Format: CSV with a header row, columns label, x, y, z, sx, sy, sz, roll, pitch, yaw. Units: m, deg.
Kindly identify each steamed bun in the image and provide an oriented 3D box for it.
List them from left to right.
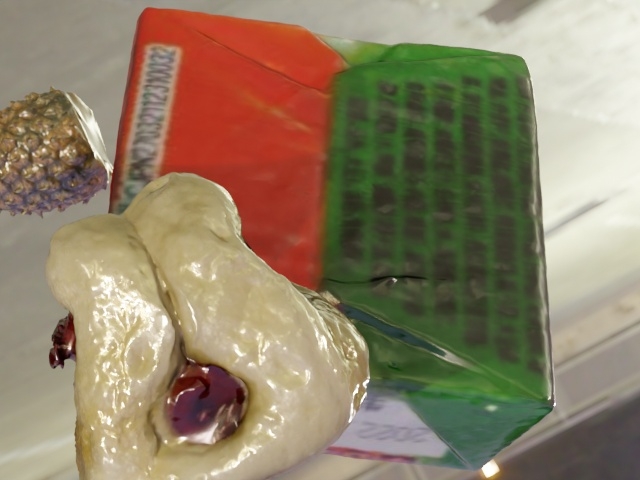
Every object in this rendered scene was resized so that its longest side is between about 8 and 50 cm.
label,x,y,z,sx,sy,sz,roll,pitch,yaw
steamed bun,-0.074,0.046,0.861,0.172,0.155,0.141,-26,-166,-6

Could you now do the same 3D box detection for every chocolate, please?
label,x,y,z,sx,sy,sz,roll,pitch,yaw
chocolate,0.000,0.000,1.306,0.341,0.360,0.161,8,140,-6

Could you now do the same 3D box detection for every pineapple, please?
label,x,y,z,sx,sy,sz,roll,pitch,yaw
pineapple,-0.322,-0.055,1.497,0.251,0.125,0.125,-22,169,-2
